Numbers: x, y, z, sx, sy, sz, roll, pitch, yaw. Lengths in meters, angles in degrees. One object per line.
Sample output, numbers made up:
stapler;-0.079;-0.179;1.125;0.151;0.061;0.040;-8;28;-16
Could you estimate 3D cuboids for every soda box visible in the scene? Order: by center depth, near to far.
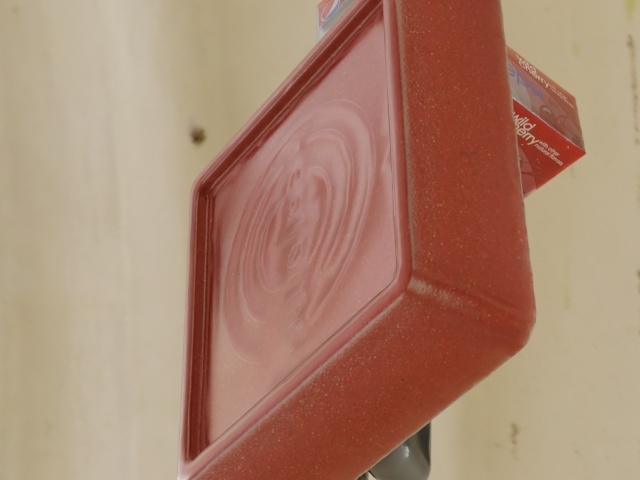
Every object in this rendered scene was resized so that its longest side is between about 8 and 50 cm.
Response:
soda box;0.120;-0.146;1.556;0.092;0.263;0.083;-38;-146;30

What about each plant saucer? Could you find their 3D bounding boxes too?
plant saucer;0.000;0.000;0.857;0.259;0.047;0.258;-43;-145;40

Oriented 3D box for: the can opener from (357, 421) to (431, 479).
can opener;0.019;0.011;0.955;0.074;0.093;0.280;-17;-129;25
